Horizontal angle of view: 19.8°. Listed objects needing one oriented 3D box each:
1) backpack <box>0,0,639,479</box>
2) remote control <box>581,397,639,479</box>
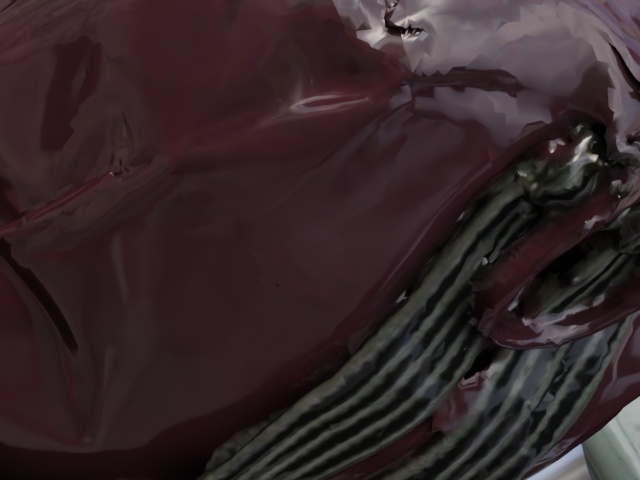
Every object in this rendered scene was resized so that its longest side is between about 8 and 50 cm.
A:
[{"bbox_3d":[0.000,0.000,0.556,0.283,0.317,0.197,21,62,-36],"label":"backpack"},{"bbox_3d":[0.193,0.140,0.599,0.335,0.128,0.065,-112,-173,-59],"label":"remote control"}]
